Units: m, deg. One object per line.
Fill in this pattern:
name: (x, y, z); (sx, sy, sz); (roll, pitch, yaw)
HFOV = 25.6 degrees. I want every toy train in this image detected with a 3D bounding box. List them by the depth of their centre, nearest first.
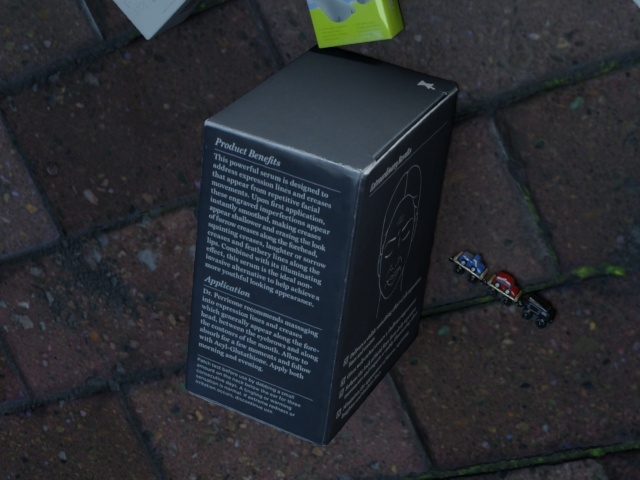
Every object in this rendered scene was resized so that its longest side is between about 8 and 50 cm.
toy train: (0.238, 0.061, 1.838); (0.158, 0.027, 0.036); (33, 123, 10)

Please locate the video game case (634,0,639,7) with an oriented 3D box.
video game case: (0.450, -0.292, 1.535); (0.227, 0.026, 0.206); (50, 128, 0)

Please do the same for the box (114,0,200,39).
box: (-0.222, -0.374, 1.833); (0.170, 0.091, 0.130); (50, 128, -2)

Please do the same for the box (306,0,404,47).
box: (0.030, -0.334, 1.742); (0.109, 0.042, 0.178); (-4, 113, 31)

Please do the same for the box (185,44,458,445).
box: (0.000, 0.000, 1.775); (0.212, 0.293, 0.395); (20, 122, 19)
